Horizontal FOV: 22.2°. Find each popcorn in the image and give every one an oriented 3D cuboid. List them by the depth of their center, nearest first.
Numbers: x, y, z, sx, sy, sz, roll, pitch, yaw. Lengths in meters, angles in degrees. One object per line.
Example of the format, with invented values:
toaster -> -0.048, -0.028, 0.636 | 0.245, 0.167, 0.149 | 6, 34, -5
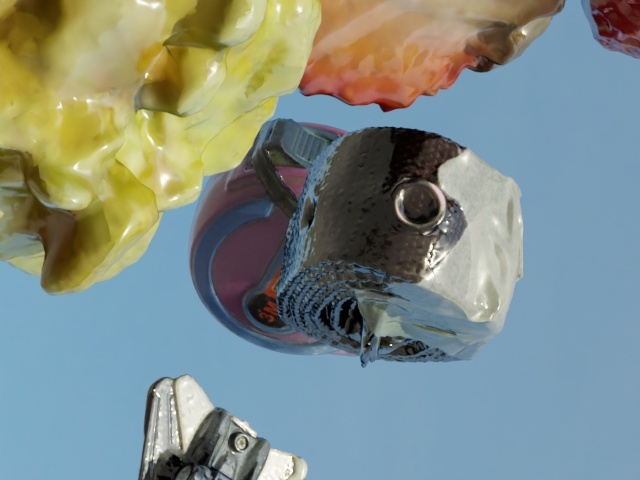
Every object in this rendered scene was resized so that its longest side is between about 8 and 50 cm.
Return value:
popcorn -> -0.096, -0.078, 0.602 | 0.187, 0.167, 0.185 | 17, -120, 29

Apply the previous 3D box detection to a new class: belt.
belt -> 0.059, 0.024, 1.302 | 0.289, 0.184, 0.164 | 107, -2, -74

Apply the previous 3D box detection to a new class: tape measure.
tape measure -> 0.000, 0.000, 1.568 | 0.231, 0.245, 0.149 | -57, -168, 42

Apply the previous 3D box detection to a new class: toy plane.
toy plane -> -0.138, 0.301, 1.546 | 0.103, 0.204, 0.316 | -24, -146, 49

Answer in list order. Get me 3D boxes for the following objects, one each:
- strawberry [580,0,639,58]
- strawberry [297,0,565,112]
strawberry -> 0.325, -0.232, 1.227 | 0.277, 0.257, 0.257 | 25, -73, 34
strawberry -> 0.028, -0.239, 1.086 | 0.265, 0.336, 0.149 | -55, -149, 35
